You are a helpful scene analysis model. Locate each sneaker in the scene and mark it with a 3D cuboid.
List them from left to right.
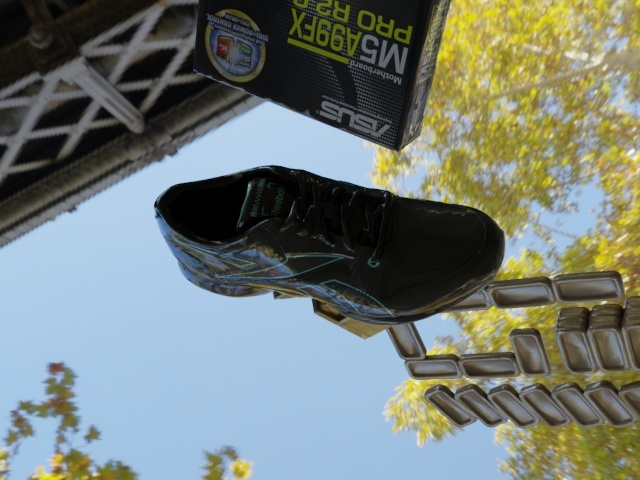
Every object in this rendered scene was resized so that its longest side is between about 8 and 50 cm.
[{"bbox_3d":[0.000,0.000,0.673,0.267,0.106,0.101,0,-117,17],"label":"sneaker"}]

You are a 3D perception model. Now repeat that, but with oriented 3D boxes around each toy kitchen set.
[{"bbox_3d":[0.008,0.039,0.769,0.068,0.075,0.083,-30,-129,25],"label":"toy kitchen set"}]

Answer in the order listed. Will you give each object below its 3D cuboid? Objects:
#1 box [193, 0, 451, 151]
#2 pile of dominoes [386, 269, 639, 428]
[{"bbox_3d":[-0.003,-0.240,0.945,0.270,0.060,0.216,25,-55,21],"label":"box"},{"bbox_3d":[0.198,0.102,0.867,0.251,0.196,0.040,-7,-144,29],"label":"pile of dominoes"}]
